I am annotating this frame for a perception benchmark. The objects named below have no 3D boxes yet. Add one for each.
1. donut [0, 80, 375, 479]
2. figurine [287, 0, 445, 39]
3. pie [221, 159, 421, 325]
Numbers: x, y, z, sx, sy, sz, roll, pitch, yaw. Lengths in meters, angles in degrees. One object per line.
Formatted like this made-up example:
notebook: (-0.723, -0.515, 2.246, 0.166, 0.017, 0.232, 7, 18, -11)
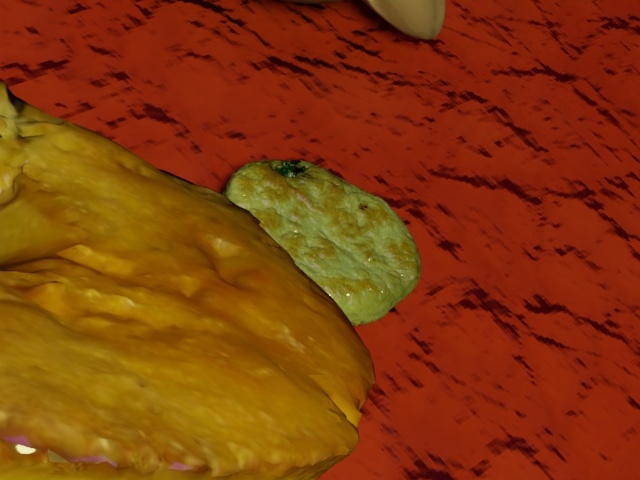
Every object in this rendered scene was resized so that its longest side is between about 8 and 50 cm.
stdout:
donut: (-0.109, 0.019, 0.406, 0.254, 0.118, 0.253, 13, 15, -4)
figurine: (-0.028, -0.222, 0.692, 0.287, 0.176, 0.186, 34, 67, 20)
pie: (0.000, 0.000, 0.616, 0.085, 0.017, 0.085, 17, 45, -18)
